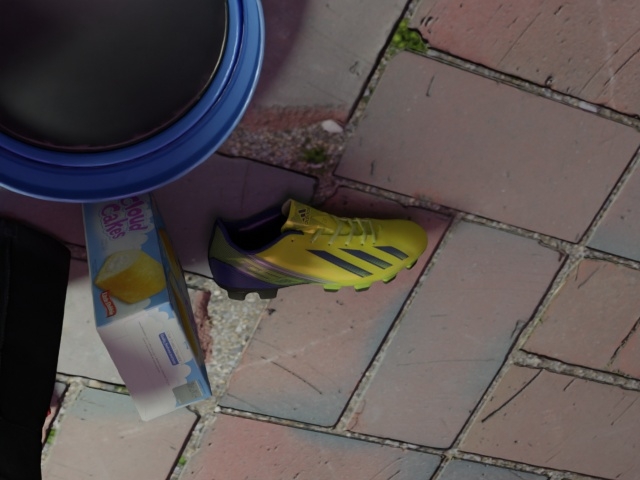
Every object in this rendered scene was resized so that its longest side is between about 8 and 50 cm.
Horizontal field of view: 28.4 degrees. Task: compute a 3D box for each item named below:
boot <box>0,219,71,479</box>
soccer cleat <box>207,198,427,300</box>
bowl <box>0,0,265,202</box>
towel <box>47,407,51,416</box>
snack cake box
[{"bbox_3d":[-0.438,0.091,1.344,0.146,0.445,0.367,-36,124,23],"label":"boot"},{"bbox_3d":[0.000,0.001,1.614,0.289,0.093,0.121,-8,119,-10],"label":"soccer cleat"},{"bbox_3d":[-0.259,-0.224,1.396,0.391,0.077,0.391,-7,125,-10],"label":"bowl"},{"bbox_3d":[-0.502,0.183,1.644,0.275,0.031,0.198,-11,128,-5],"label":"towel"},{"bbox_3d":[-0.208,0.064,1.492,0.089,0.264,0.152,-21,127,-1],"label":"snack cake box"}]
